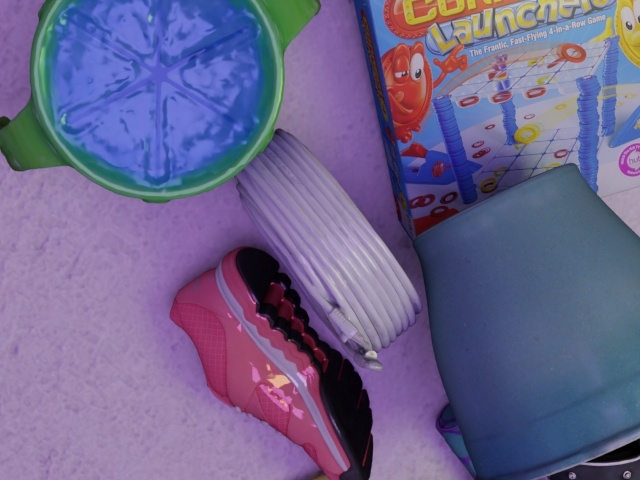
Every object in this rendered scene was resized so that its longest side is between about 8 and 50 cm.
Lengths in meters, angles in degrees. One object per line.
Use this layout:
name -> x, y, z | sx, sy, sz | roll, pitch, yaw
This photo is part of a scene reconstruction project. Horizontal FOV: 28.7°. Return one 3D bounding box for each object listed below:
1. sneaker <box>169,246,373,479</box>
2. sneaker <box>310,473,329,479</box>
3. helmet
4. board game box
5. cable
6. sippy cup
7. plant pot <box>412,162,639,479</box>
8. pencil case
sneaker -> -0.051, 0.155, 1.397 | 0.136, 0.116, 0.314 | -25, 106, 24
sneaker -> 0.052, 0.353, 1.456 | 0.094, 0.081, 0.209 | -35, 106, -6
helmet -> 0.326, 0.225, 1.420 | 0.169, 0.169, 0.162 | 14, 81, -11
board game box -> 0.210, -0.176, 1.324 | 0.308, 0.086, 0.302 | -16, 118, -4
cable -> 0.000, 0.000, 1.280 | 0.089, 0.257, 0.257 | -35, 97, -4
sippy cup -> -0.161, -0.171, 1.235 | 0.305, 0.224, 0.240 | 6, 101, -10
plant pot -> 0.226, 0.071, 1.239 | 0.271, 0.271, 0.255 | -24, 85, -2
pencil case -> 0.201, 0.252, 1.462 | 0.070, 0.064, 0.152 | -33, 106, 17
